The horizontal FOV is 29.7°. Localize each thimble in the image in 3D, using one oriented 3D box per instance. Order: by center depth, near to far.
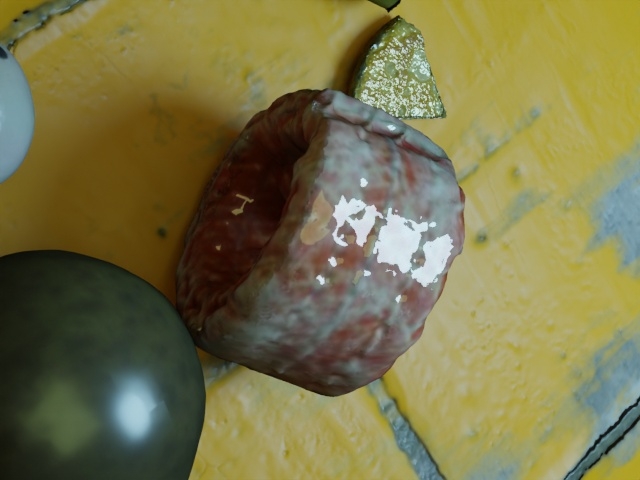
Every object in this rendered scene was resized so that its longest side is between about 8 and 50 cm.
[{"bbox_3d":[0.000,0.000,0.996,0.162,0.239,0.239,28,78,-24],"label":"thimble"}]

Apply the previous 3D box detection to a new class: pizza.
[{"bbox_3d":[0.075,-0.142,1.143,0.108,0.026,0.123,36,72,-25],"label":"pizza"}]

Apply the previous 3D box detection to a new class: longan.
[{"bbox_3d":[-0.198,0.131,0.887,0.248,0.248,0.248,0,90,-27],"label":"longan"}]

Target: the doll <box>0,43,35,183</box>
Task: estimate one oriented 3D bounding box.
[{"bbox_3d":[-0.309,-0.058,0.878,0.221,0.221,0.251,7,109,-27],"label":"doll"}]

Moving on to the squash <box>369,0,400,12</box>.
[{"bbox_3d":[0.012,-0.289,1.062,0.187,0.123,0.123,21,81,-22],"label":"squash"}]
